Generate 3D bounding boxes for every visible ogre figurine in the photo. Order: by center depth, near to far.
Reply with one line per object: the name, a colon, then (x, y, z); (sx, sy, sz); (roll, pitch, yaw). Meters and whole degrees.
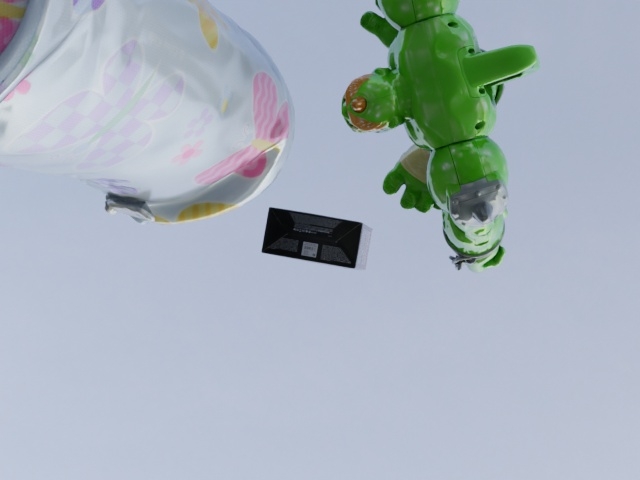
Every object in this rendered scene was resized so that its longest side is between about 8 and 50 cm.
ogre figurine: (0.061, -0.080, 0.523); (0.096, 0.118, 0.197); (4, -88, 3)

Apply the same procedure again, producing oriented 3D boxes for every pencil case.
pencil case: (-0.106, -0.076, 0.464); (0.124, 0.273, 0.113); (-39, -104, 9)

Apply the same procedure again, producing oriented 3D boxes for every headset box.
headset box: (0.000, 0.000, 0.680); (0.062, 0.083, 0.032); (10, -90, 9)
